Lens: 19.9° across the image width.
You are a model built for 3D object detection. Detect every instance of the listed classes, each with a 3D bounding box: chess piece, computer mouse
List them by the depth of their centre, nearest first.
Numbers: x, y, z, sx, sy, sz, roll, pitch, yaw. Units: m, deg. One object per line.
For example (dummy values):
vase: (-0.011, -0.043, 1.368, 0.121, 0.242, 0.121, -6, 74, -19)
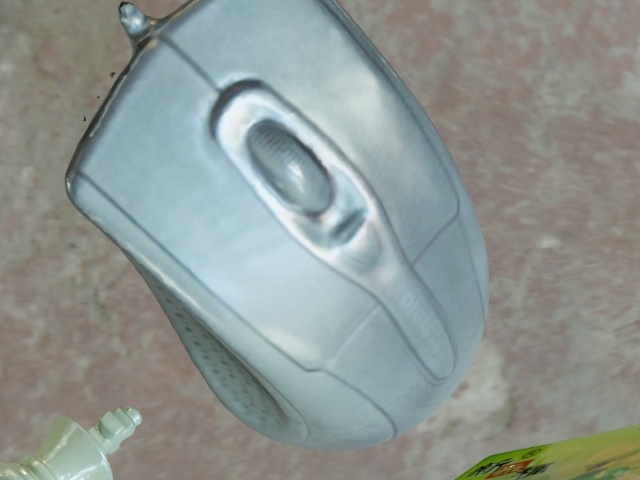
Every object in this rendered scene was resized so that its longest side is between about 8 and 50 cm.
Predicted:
chess piece: (-0.136, 0.119, 0.804, 0.059, 0.149, 0.059, 34, 143, 31)
computer mouse: (0.000, 0.000, 1.009, 0.122, 0.371, 0.188, 26, 71, 44)

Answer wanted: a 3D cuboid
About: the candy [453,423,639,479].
candy: (0.085, 0.066, 0.443, 0.178, 0.102, 0.032, -20, 99, 40)
